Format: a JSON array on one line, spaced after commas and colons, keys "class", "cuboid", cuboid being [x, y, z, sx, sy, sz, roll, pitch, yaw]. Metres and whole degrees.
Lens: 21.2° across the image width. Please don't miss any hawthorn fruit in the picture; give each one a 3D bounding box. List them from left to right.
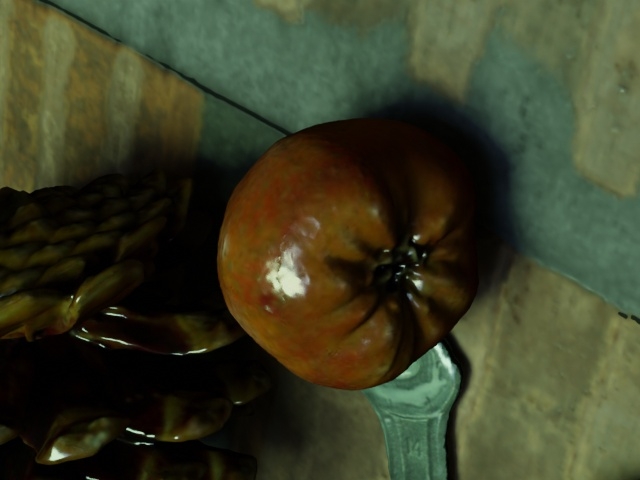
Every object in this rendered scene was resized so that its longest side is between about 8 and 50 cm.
[{"class": "hawthorn fruit", "cuboid": [0.012, 0.006, 0.788, 0.125, 0.125, 0.140, 55, 157, 5]}]

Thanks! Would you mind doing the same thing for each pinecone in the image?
[{"class": "pinecone", "cuboid": [-0.145, 0.093, 0.865, 0.264, 0.264, 0.264, 19, 122, 33]}]

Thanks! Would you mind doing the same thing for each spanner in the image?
[{"class": "spanner", "cuboid": [0.060, 0.177, 0.899, 0.071, 0.017, 0.302, 8, 115, 38]}]
